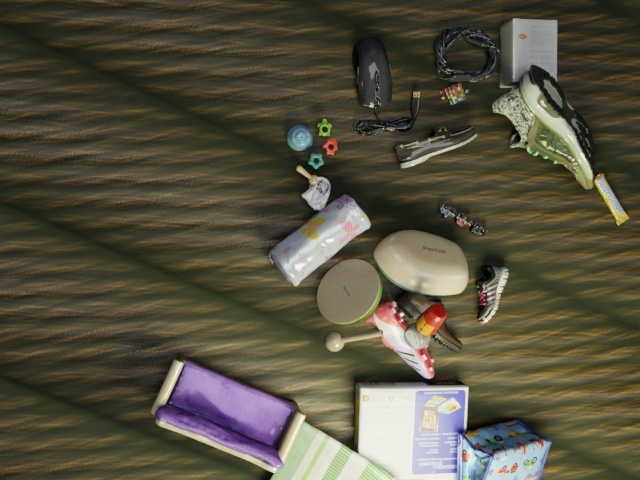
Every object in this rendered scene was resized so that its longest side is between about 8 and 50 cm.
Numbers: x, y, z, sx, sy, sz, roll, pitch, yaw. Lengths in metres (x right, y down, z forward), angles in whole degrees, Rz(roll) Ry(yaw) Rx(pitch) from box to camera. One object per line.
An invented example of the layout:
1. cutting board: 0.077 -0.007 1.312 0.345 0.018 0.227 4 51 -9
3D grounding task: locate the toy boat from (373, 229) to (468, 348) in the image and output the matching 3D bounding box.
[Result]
1. toy boat: 0.257 0.118 1.836 0.267 0.148 0.318 14 47 -15

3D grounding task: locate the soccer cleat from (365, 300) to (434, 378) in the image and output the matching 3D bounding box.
1. soccer cleat: 0.219 0.275 1.916 0.095 0.083 0.248 -30 103 22

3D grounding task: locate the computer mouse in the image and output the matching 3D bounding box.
1. computer mouse: 0.181 -0.411 1.885 0.184 0.060 0.262 -1 92 -9

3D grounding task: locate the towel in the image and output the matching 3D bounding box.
1. towel: 0.034 0.660 1.867 0.324 0.038 0.248 30 93 4

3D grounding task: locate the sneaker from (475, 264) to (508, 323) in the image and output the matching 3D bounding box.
1. sneaker: 0.454 0.142 1.951 0.074 0.063 0.170 23 83 -10

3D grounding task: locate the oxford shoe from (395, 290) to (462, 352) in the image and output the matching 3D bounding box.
1. oxford shoe: 0.314 0.212 1.920 0.096 0.083 0.227 -46 99 -10

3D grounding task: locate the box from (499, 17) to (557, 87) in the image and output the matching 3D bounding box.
1. box: 0.564 -0.507 1.931 0.130 0.091 0.171 0 92 -9

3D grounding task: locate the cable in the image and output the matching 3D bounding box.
1. cable: 0.399 -0.507 1.932 0.184 0.047 0.151 -6 88 -7

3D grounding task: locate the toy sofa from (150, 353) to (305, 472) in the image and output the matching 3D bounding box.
1. toy sofa: -0.230 0.430 1.786 0.362 0.177 0.150 25 88 -9

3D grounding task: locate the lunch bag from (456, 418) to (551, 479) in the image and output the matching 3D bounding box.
1. lunch bag: 0.478 0.662 1.929 0.220 0.138 0.293 -4 107 -30

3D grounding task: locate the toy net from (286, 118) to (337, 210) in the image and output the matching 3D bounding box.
1. toy net: -0.010 -0.195 1.871 0.122 0.045 0.232 -13 96 -11

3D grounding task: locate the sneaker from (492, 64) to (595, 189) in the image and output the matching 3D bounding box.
1. sneaker: 0.615 -0.287 1.942 0.410 0.182 0.158 47 44 -25

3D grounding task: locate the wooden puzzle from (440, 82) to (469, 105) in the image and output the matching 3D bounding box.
1. wooden puzzle: 0.369 -0.401 1.945 0.083 0.006 0.049 -24 96 -8

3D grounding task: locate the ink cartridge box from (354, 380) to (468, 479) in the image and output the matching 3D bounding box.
1. ink cartridge box: 0.243 0.539 1.926 0.303 0.072 0.307 1 96 -11

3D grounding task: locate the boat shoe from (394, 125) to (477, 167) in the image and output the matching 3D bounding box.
1. boat shoe: 0.310 -0.265 1.901 0.227 0.081 0.069 -23 100 -6

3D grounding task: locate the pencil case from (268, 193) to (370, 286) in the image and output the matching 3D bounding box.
1. pencil case: 0.000 0.000 1.839 0.273 0.113 0.124 -39 139 -6

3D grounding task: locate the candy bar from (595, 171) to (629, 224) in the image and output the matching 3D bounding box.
1. candy bar: 0.826 -0.121 2.027 0.040 0.018 0.161 -33 98 -7

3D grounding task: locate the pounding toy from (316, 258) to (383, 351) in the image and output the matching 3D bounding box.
1. pounding toy: 0.096 0.175 1.859 0.182 0.110 0.237 -17 56 23

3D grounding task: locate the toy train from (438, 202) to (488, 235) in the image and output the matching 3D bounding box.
1. toy train: 0.388 -0.056 1.951 0.158 0.027 0.036 30 98 -10
